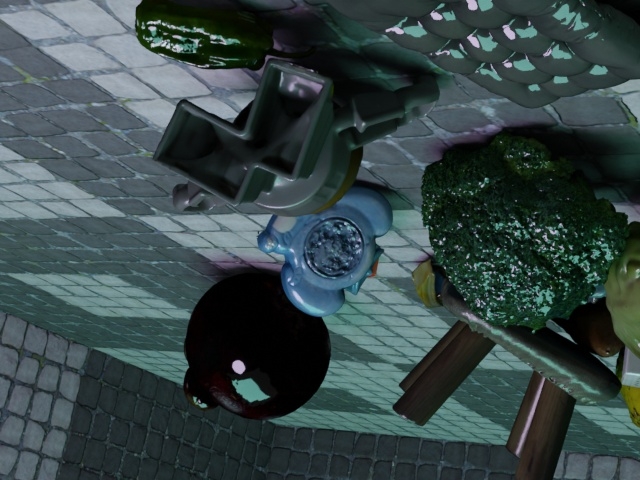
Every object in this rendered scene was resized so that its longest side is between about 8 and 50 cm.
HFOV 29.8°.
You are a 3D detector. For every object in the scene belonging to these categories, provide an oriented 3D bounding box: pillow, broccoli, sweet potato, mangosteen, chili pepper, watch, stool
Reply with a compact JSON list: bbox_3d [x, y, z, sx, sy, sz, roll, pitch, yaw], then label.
[{"bbox_3d":[0.177,-0.220,1.116,0.326,0.101,0.228,24,162,-32],"label":"pillow"},{"bbox_3d":[0.265,-0.017,1.550,0.294,0.265,0.245,6,-162,37],"label":"broccoli"},{"bbox_3d":[0.437,0.133,1.939,0.114,0.092,0.341,-2,-169,-9],"label":"sweet potato"},{"bbox_3d":[-0.140,0.217,2.343,0.313,0.297,0.297,-33,152,7],"label":"mangosteen"},{"bbox_3d":[-0.105,-0.224,1.326,0.204,0.073,0.072,10,149,-3],"label":"chili pepper"},{"bbox_3d":[0.000,0.000,1.839,0.211,0.211,0.193,14,-179,-9],"label":"watch"},{"bbox_3d":[0.289,0.227,1.934,0.310,0.226,0.310,29,-176,3],"label":"stool"}]

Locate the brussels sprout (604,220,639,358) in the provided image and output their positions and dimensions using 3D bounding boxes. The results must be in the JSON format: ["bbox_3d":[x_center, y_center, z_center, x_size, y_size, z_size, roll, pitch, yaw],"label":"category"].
[{"bbox_3d":[0.529,0.071,1.565,0.328,0.247,0.328,-10,163,-3],"label":"brussels sprout"}]

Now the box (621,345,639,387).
[{"bbox_3d":[0.619,0.127,1.754,0.330,0.210,0.095,8,164,11],"label":"box"}]

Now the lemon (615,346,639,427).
[{"bbox_3d":[0.620,0.204,1.916,0.310,0.258,0.258,-31,145,21],"label":"lemon"}]

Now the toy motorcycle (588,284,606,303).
[{"bbox_3d":[0.371,0.049,1.869,0.198,0.109,0.296,6,173,-28],"label":"toy motorcycle"}]

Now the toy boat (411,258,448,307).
[{"bbox_3d":[0.201,0.075,2.104,0.066,0.065,0.172,-18,156,13],"label":"toy boat"}]

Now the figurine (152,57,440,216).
[{"bbox_3d":[-0.037,-0.110,1.408,0.342,0.167,0.285,0,179,22],"label":"figurine"}]

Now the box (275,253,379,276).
[{"bbox_3d":[0.012,0.027,2.094,0.152,0.048,0.100,20,163,-33],"label":"box"}]
